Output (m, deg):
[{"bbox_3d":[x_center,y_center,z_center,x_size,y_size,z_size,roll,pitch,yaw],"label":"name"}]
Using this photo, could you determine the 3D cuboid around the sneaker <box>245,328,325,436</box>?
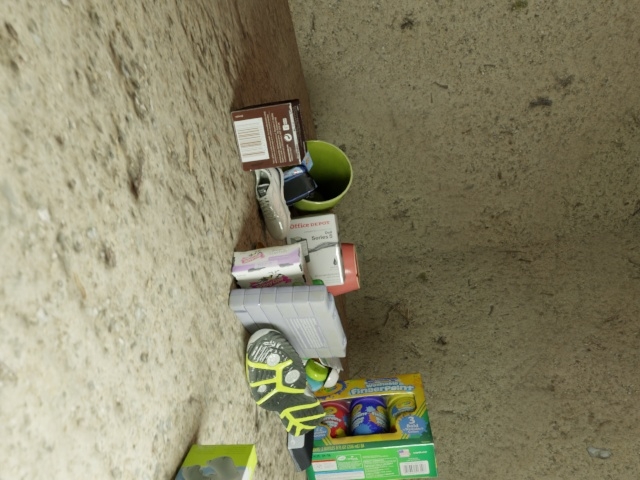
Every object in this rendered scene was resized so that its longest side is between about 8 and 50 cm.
[{"bbox_3d":[-0.111,0.351,1.197,0.147,0.145,0.384,44,-23,47],"label":"sneaker"}]

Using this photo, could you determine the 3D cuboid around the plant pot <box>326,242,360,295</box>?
[{"bbox_3d":[0.037,0.123,2.015,0.275,0.243,0.274,-7,90,-82],"label":"plant pot"}]

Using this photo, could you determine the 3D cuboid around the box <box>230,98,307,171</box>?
[{"bbox_3d":[-0.138,-0.305,1.347,0.203,0.167,0.168,-78,160,-69],"label":"box"}]

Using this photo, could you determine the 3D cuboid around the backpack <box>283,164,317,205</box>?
[{"bbox_3d":[-0.093,-0.189,1.636,0.173,0.158,0.116,-60,126,-75],"label":"backpack"}]

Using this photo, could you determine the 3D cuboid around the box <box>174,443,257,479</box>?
[{"bbox_3d":[-0.165,0.372,0.685,0.178,0.109,0.042,-73,158,-74],"label":"box"}]

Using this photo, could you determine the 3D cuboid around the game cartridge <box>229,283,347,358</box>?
[{"bbox_3d":[-0.062,0.212,1.181,0.355,0.230,0.068,73,11,-55],"label":"game cartridge"}]

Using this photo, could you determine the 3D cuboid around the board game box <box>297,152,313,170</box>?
[{"bbox_3d":[-0.118,-0.323,1.598,0.039,0.160,0.211,-61,164,-12],"label":"board game box"}]

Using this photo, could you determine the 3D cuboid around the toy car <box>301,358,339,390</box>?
[{"bbox_3d":[-0.023,0.476,1.693,0.136,0.159,0.182,-61,177,7],"label":"toy car"}]

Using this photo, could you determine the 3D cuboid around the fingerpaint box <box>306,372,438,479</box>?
[{"bbox_3d":[0.178,0.684,1.745,0.371,0.445,0.163,-78,159,-68],"label":"fingerpaint box"}]

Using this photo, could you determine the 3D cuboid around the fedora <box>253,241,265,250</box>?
[{"bbox_3d":[-0.134,0.093,1.336,0.194,0.079,0.194,-8,90,-83],"label":"fedora"}]

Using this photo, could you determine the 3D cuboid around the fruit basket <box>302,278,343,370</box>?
[{"bbox_3d":[-0.022,0.279,1.583,0.353,0.166,0.326,66,3,-69],"label":"fruit basket"}]

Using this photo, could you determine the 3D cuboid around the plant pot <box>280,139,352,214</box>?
[{"bbox_3d":[-0.027,-0.207,1.912,0.293,0.275,0.274,104,-17,-67],"label":"plant pot"}]

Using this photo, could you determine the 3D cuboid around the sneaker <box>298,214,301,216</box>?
[{"bbox_3d":[-0.052,-0.119,2.115,0.300,0.121,0.111,-118,-168,-47],"label":"sneaker"}]

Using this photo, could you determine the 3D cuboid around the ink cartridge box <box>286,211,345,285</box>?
[{"bbox_3d":[-0.020,0.037,1.816,0.115,0.199,0.272,-46,128,-79],"label":"ink cartridge box"}]

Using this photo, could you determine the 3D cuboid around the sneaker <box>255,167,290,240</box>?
[{"bbox_3d":[-0.155,-0.113,1.434,0.095,0.090,0.234,-19,98,-70],"label":"sneaker"}]

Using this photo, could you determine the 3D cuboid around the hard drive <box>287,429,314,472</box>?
[{"bbox_3d":[-0.060,0.587,1.526,0.254,0.054,0.171,-88,168,-52],"label":"hard drive"}]

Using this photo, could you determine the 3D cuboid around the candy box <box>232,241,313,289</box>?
[{"bbox_3d":[-0.110,0.103,1.167,0.196,0.165,0.070,75,9,-47],"label":"candy box"}]
